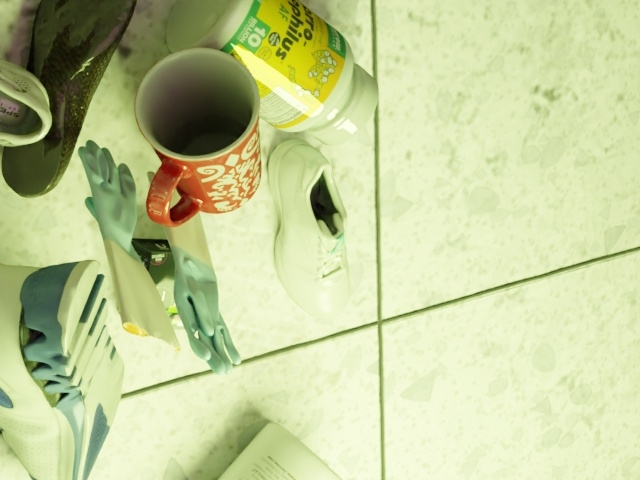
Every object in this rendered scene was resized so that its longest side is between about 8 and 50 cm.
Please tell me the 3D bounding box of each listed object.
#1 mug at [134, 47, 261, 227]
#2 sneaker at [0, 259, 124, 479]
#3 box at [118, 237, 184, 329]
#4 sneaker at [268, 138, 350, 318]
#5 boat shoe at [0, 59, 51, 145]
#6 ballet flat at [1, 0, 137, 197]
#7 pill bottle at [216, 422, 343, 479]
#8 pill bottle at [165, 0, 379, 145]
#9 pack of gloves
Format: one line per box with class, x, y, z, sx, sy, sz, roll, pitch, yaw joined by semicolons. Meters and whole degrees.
mug;-0.123;-0.086;1.305;0.150;0.113;0.169;-38;164;-10
sneaker;-0.295;0.113;1.297;0.315;0.182;0.127;95;12;-48
box;-0.164;0.044;1.397;0.062;0.052;0.083;3;104;-35
sneaker;0.000;0.000;1.463;0.080;0.094;0.212;-27;119;-25
boat shoe;-0.361;-0.140;1.159;0.277;0.096;0.098;11;100;-23
ballet flat;-0.237;-0.158;1.283;0.084;0.058;0.250;19;91;-1
pill bottle;-0.082;0.325;1.501;0.229;0.131;0.131;-47;125;-10
pill bottle;-0.042;-0.180;1.358;0.208;0.117;0.117;33;87;-36
pack of gloves;-0.162;0.024;1.288;0.046;0.232;0.195;-30;145;17
